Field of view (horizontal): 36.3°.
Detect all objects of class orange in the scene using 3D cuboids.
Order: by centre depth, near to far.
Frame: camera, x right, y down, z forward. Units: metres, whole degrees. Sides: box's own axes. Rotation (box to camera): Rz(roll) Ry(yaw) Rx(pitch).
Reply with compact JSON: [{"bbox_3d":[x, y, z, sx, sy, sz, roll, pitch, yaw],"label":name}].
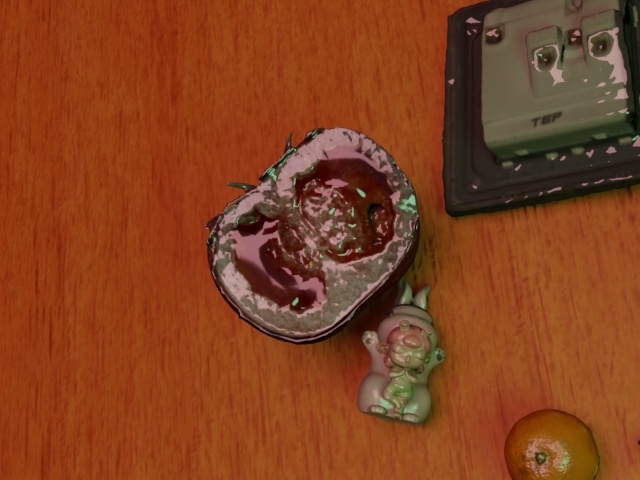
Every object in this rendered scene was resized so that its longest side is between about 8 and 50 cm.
[{"bbox_3d":[0.203,0.190,0.862,0.084,0.083,0.083,-10,67,25],"label":"orange"}]

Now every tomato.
[{"bbox_3d":[0.000,0.000,0.997,0.214,0.155,0.180,-37,80,3],"label":"tomato"}]

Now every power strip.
[{"bbox_3d":[0.232,-0.165,0.972,0.257,0.092,0.251,-10,70,29],"label":"power strip"}]

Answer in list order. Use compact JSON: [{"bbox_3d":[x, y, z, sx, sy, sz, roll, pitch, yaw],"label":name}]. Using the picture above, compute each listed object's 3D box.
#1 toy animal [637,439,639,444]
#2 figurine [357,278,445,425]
[{"bbox_3d":[0.352,0.213,0.781,0.220,0.062,0.108,18,81,39],"label":"toy animal"},{"bbox_3d":[0.092,0.106,0.953,0.098,0.081,0.146,-12,59,65],"label":"figurine"}]
